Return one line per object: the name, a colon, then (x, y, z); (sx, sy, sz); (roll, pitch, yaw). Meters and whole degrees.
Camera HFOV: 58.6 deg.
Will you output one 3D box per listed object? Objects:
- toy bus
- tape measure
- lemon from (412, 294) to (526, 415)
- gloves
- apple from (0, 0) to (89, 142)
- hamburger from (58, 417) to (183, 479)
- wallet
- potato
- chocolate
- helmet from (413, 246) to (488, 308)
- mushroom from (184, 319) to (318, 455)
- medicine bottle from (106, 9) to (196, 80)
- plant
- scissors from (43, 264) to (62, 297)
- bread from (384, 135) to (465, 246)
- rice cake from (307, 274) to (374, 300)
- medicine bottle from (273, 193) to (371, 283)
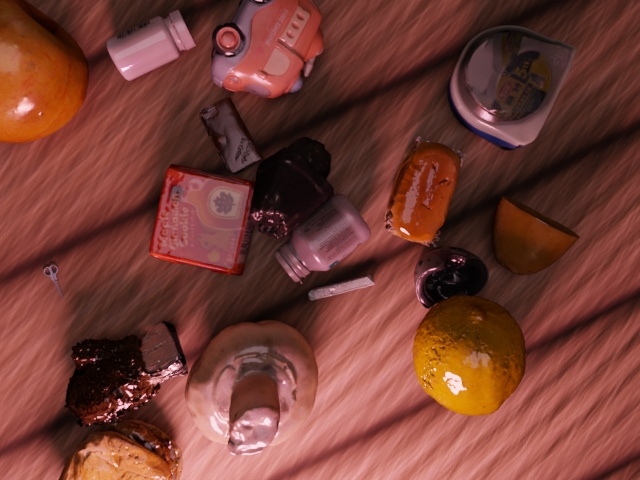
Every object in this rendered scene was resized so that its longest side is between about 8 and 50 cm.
toy bus: (-0.119, -0.458, 1.324); (0.232, 0.194, 0.288); (28, 89, -15)
tape measure: (0.444, -0.376, 1.365); (0.262, 0.138, 0.259); (25, 89, -3)
lemon: (0.340, 0.268, 1.310); (0.258, 0.258, 0.310); (-19, 133, -2)
gloves: (-0.462, 0.303, 1.324); (0.312, 0.135, 0.210); (-34, 61, -7)
apple: (-0.667, -0.367, 1.245); (0.275, 0.299, 0.299); (-42, 93, 13)
hamburger: (-0.466, 0.560, 1.339); (0.259, 0.144, 0.283); (42, 99, -2)
wallet: (-0.219, -0.255, 1.393); (0.095, 0.026, 0.176); (-28, 92, 1)
potato: (0.489, 0.003, 1.372); (0.203, 0.178, 0.158); (23, 107, -27)
chocolate: (-0.278, -0.048, 1.356); (0.234, 0.108, 0.237); (13, 92, -1)
helmet: (0.301, 0.077, 1.379); (0.177, 0.107, 0.153); (-4, 125, -18)
mushroom: (-0.140, 0.342, 1.254); (0.314, 0.336, 0.314); (-2, 102, -9)
medicine bottle: (-0.396, -0.460, 1.342); (0.186, 0.103, 0.103); (-27, 92, -2)
plant: (-0.068, -0.126, 1.326); (0.164, 0.142, 0.256); (43, 59, -19)
scissors: (-0.646, 0.100, 1.392); (0.036, 0.006, 0.083); (-20, 92, 0)
bread: (0.247, -0.116, 1.378); (0.136, 0.107, 0.241); (19, 91, -6)
rice cake: (0.051, 0.116, 1.409); (0.170, 0.033, 0.029); (-13, 93, -2)
medicine bottle: (0.000, 0.000, 1.353); (0.215, 0.135, 0.135); (-38, 93, -1)
